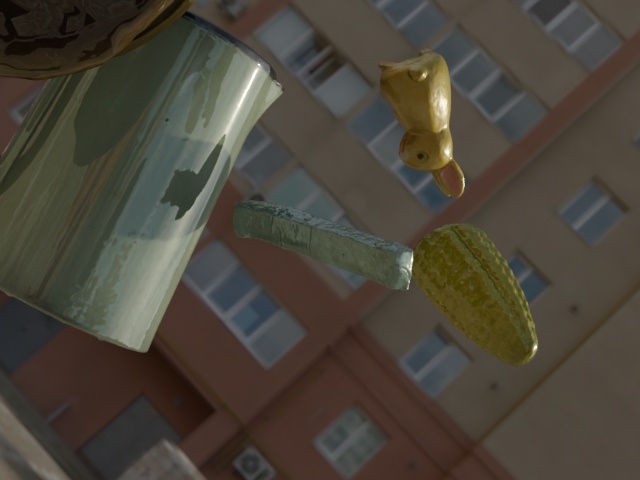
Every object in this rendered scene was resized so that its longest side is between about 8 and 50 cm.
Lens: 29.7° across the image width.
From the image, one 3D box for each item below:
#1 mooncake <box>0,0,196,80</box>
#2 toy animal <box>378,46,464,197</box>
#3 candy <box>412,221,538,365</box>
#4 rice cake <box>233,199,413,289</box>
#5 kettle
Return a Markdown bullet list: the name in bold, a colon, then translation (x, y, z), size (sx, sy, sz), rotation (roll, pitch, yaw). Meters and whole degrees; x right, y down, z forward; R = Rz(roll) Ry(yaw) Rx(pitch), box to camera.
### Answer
- **mooncake**: translation (-0.278, -0.357, 1.151), size (0.394, 0.393, 0.246), rotation (38, 11, -4)
- **toy animal**: translation (0.110, -0.111, 1.234), size (0.083, 0.070, 0.159), rotation (-110, -176, -68)
- **candy**: translation (0.195, 0.070, 1.447), size (0.199, 0.094, 0.106), rotation (54, -46, 34)
- **rice cake**: translation (0.000, 0.000, 1.300), size (0.245, 0.042, 0.045), rotation (19, -66, 40)
- **kettle**: translation (-0.277, -0.113, 1.409), size (0.361, 0.377, 0.250), rotation (29, -4, -13)
